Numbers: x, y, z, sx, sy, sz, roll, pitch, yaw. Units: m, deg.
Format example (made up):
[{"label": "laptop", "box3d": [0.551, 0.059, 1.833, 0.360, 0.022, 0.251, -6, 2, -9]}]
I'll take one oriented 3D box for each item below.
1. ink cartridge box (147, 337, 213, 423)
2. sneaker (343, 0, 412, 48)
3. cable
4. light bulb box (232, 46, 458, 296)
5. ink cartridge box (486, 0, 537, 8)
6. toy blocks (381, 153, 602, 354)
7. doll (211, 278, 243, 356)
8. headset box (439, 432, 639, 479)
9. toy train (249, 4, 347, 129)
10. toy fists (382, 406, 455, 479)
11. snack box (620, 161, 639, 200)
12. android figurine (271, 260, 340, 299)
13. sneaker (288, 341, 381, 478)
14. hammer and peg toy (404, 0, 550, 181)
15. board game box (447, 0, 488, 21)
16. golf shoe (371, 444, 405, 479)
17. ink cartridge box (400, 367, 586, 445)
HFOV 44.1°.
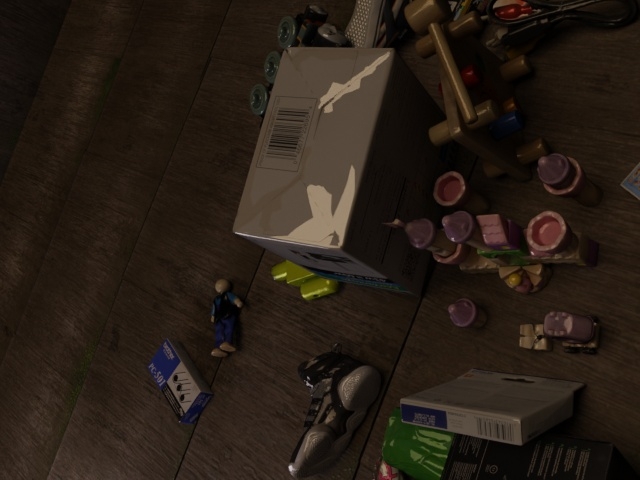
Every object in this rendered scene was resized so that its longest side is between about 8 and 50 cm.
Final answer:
[{"label": "ink cartridge box", "box3d": [-0.346, 0.342, 1.940, 0.097, 0.046, 0.207, -55, 47, 12]}, {"label": "sneaker", "box3d": [0.133, -0.467, 1.742, 0.126, 0.127, 0.321, 60, 141, 44]}, {"label": "cable", "box3d": [0.425, -0.422, 1.454, 0.287, 0.139, 0.072, -15, 25, 33]}, {"label": "light bulb box", "box3d": [0.066, -0.115, 1.460, 0.225, 0.361, 0.358, 10, 79, 30]}, {"label": "ink cartridge box", "box3d": [0.381, -0.521, 1.574, 0.145, 0.045, 0.179, -47, 52, 20]}, {"label": "toy blocks", "box3d": [0.291, 0.014, 1.317, 0.289, 0.260, 0.309, -5, 72, 41]}, {"label": "doll", "box3d": [-0.227, 0.177, 1.888, 0.129, 0.046, 0.189, -36, 47, 40]}, {"label": "headset box", "box3d": [0.319, 0.423, 1.188, 0.283, 0.131, 0.246, -3, 53, 42]}, {"label": "toy train", "box3d": [-0.044, -0.363, 1.817, 0.190, 0.142, 0.334, 53, 129, 38]}, {"label": "toy fists", "box3d": [0.176, 0.426, 1.356, 0.142, 0.096, 0.279, 6, 78, 39]}, {"label": "snack box", "box3d": [0.564, -0.062, 1.257, 0.064, 0.022, 0.178, -53, 48, 17]}, {"label": "android figurine", "box3d": [0.000, 0.000, 1.734, 0.273, 0.056, 0.248, -22, 61, 37]}, {"label": "sneaker", "box3d": [0.001, 0.336, 1.589, 0.153, 0.101, 0.268, 38, 96, 44]}, {"label": "hammer and peg toy", "box3d": [0.254, -0.260, 1.377, 0.127, 0.361, 0.266, -23, 62, 36]}, {"label": "board game box", "box3d": [0.291, -0.502, 1.622, 0.170, 0.048, 0.141, -62, 27, 8]}, {"label": "golf shoe", "box3d": [0.134, 0.456, 1.453, 0.086, 0.067, 0.186, 10, 81, 18]}, {"label": "ink cartridge box", "box3d": [0.282, 0.264, 1.282, 0.223, 0.224, 0.045, 0, 96, 44]}]
